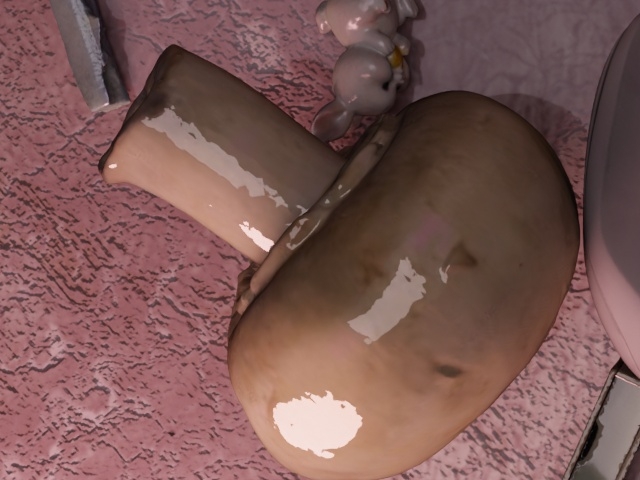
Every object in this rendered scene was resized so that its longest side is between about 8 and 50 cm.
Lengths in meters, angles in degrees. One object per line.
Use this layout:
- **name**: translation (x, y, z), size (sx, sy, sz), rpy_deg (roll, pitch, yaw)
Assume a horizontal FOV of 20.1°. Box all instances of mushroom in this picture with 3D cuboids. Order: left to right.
- **mushroom**: translation (0.000, 0.000, 1.289), size (0.336, 0.314, 0.314), rpy_deg (33, 101, -5)

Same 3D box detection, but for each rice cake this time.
- **rice cake**: translation (-0.199, -0.193, 1.478), size (0.042, 0.030, 0.180), rpy_deg (-19, 90, 28)

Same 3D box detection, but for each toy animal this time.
- **toy animal**: translation (0.034, -0.140, 1.405), size (0.085, 0.071, 0.124), rpy_deg (-3, 93, 13)

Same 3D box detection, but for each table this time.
- **table**: translation (0.225, 0.218, 1.358), size (0.111, 0.121, 0.240), rpy_deg (25, 100, 12)

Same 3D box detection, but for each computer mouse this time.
- **computer mouse**: translation (0.251, -0.016, 1.290), size (0.121, 0.184, 0.297), rpy_deg (-17, 74, 31)
